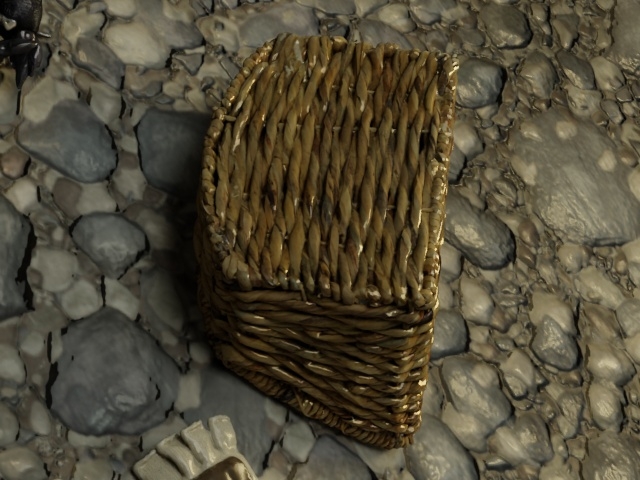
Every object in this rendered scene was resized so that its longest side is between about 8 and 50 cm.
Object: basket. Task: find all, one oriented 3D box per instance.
[{"bbox_3d":[0.000,0.000,1.708,0.213,0.223,0.299,6,50,3],"label":"basket"}]

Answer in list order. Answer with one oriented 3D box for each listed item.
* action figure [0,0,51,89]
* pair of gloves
[{"bbox_3d":[-0.286,-0.214,1.568,0.140,0.276,0.164,1,82,2],"label":"action figure"},{"bbox_3d":[-0.108,0.247,1.478,0.240,0.042,0.204,-19,74,-45],"label":"pair of gloves"}]
